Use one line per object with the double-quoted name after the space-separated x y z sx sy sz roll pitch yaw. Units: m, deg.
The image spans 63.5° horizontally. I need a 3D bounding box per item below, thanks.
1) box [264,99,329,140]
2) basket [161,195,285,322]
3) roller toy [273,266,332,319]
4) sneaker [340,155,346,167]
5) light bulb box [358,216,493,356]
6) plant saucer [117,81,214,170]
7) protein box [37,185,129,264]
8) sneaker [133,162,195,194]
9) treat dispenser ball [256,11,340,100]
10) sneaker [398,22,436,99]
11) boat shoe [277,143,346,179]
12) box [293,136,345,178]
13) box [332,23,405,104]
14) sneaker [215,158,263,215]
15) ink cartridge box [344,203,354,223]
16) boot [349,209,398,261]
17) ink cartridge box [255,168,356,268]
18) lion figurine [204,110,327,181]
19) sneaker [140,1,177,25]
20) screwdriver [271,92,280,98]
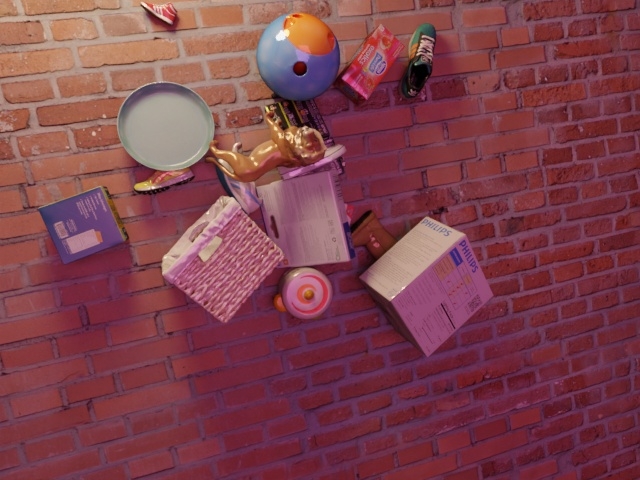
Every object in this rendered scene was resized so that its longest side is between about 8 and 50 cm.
-0.085 -0.427 1.878 0.184 0.045 0.191 -22 75 -10 "box"
-0.331 0.053 1.747 0.266 0.331 0.328 44 84 -16 "basket"
-0.059 0.190 1.922 0.209 0.146 0.191 19 89 -15 "roller toy"
0.074 -0.314 1.971 0.032 0.037 0.083 -34 104 -12 "sneaker"
0.403 0.172 1.951 0.361 0.225 0.358 -40 124 -9 "light bulb box"
-0.526 -0.387 1.774 0.317 0.044 0.318 2 81 -14 "plant saucer"
-0.778 -0.054 1.717 0.201 0.136 0.200 -23 100 -12 "protein box"
-0.551 -0.223 1.799 0.208 0.081 0.094 -22 92 -18 "sneaker"
-0.075 -0.627 1.776 0.288 0.288 0.288 -1 95 -15 "treat dispenser ball"
0.391 -0.691 1.978 0.108 0.121 0.302 15 91 -16 "sneaker"
-0.033 -0.298 1.833 0.258 0.095 0.084 -25 105 -12 "boat shoe"
-0.020 -0.286 1.927 0.180 0.077 0.147 -23 100 -12 "box"
0.179 -0.651 1.925 0.128 0.122 0.257 37 85 -16 "box"
-0.296 -0.205 1.863 0.092 0.087 0.229 -37 106 -18 "sneaker"
0.048 -0.102 1.972 0.135 0.056 0.099 16 90 -16 "ink cartridge box"
0.207 0.051 2.013 0.236 0.089 0.269 -42 105 -6 "boot"
-0.056 -0.071 1.871 0.071 0.330 0.324 -25 105 -54 "ink cartridge box"
-0.186 -0.286 1.745 0.392 0.142 0.240 -31 70 5 "lion figurine"
-0.547 -0.793 1.762 0.118 0.042 0.067 27 91 -23 "sneaker"
-0.104 -0.555 1.915 0.170 0.024 0.025 -20 129 -19 "screwdriver"
